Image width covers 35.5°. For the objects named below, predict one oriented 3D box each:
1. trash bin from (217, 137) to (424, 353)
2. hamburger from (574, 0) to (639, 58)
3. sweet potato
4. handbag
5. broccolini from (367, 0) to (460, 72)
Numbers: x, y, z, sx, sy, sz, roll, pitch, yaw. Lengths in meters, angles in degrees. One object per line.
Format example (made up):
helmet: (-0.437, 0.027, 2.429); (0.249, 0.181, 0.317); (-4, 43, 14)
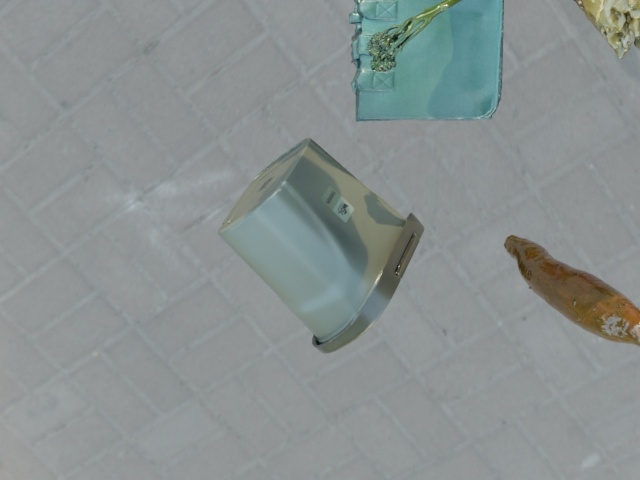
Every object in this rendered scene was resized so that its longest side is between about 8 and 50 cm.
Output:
trash bin: (0.000, 0.000, 1.513); (0.250, 0.220, 0.219); (43, 136, -14)
hamburger: (0.245, -0.294, 0.829); (0.146, 0.243, 0.286); (-24, 77, 23)
sweet potato: (0.263, 0.052, 1.056); (0.057, 0.264, 0.057); (-10, 116, -22)
handbag: (0.188, -0.350, 1.806); (0.274, 0.100, 0.269); (-4, 101, -8)
broccolini: (0.142, -0.282, 1.282); (0.194, 0.052, 0.054); (-31, 84, -1)
